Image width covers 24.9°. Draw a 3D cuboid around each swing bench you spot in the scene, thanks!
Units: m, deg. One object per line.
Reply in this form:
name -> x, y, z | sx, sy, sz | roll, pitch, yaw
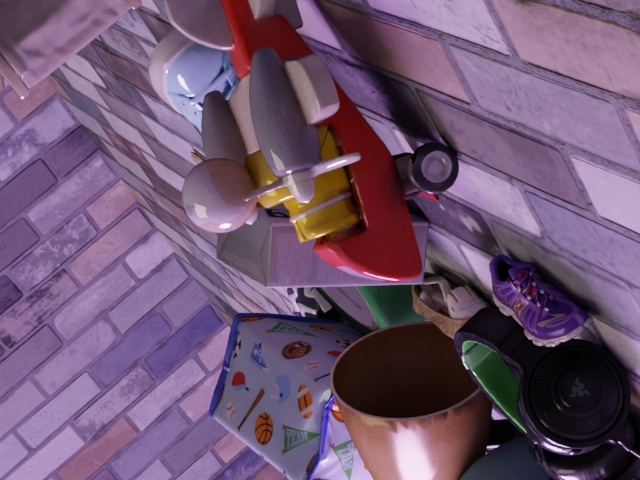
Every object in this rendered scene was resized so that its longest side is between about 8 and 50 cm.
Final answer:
swing bench -> -0.469, -0.380, 2.416 | 0.165, 0.253, 0.254 | 54, 167, -20

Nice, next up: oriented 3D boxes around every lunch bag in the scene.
lunch bag -> 0.068, 0.264, 2.438 | 0.385, 0.239, 0.328 | 8, -164, -36

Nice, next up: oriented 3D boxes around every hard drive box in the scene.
hard drive box -> 0.000, 0.000, 1.954 | 0.181, 0.232, 0.089 | 26, 113, 60

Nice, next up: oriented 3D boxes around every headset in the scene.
headset -> 0.296, 0.241, 1.741 | 0.394, 0.185, 0.243 | 35, 162, 38

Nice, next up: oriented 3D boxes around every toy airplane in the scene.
toy airplane -> -0.060, -0.130, 1.664 | 0.384, 0.272, 0.386 | 41, 166, 36

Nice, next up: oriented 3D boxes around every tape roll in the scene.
tape roll -> 0.035, 0.028, 2.298 | 0.321, 0.077, 0.321 | 47, 169, 12

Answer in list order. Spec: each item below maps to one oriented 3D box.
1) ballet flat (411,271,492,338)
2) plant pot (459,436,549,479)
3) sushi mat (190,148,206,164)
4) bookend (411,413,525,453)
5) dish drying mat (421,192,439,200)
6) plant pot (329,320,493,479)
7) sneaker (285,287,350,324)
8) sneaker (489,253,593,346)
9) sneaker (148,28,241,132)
ballet flat -> 0.181, 0.089, 1.987 | 0.206, 0.073, 0.067 | 22, 136, 58
plant pot -> 0.315, 0.418, 2.036 | 0.235, 0.293, 0.293 | 57, 176, 41
sushi mat -> -0.082, -0.039, 2.223 | 0.316, 0.019, 0.151 | 37, 175, 46
bookend -> 0.244, 0.304, 2.262 | 0.157, 0.072, 0.156 | -6, 123, 26
dish drying mat -> 0.121, -0.071, 1.836 | 0.032, 0.008, 0.083 | 54, 166, -26
plant pot -> 0.148, 0.288, 2.132 | 0.237, 0.237, 0.254 | 35, 142, 50
sneaker -> 0.018, 0.160, 2.726 | 0.153, 0.094, 0.235 | 50, 162, 43
sneaker -> 0.245, 0.067, 1.683 | 0.170, 0.068, 0.071 | 34, 155, 53
sneaker -> -0.115, -0.180, 2.085 | 0.150, 0.135, 0.366 | 41, 177, 29
